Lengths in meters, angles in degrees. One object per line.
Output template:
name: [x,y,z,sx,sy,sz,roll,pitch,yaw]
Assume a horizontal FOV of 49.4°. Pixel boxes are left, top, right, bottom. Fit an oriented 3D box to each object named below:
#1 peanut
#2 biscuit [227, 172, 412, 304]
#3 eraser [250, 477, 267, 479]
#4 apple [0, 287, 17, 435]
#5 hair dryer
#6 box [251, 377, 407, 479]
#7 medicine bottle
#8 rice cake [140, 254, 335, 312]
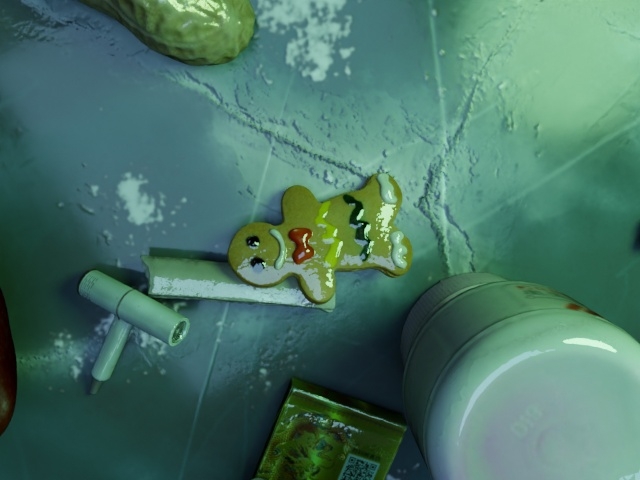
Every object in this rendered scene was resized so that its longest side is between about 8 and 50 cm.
peanut: [-0.217,-0.302,0.803,0.298,0.136,0.120,28,100,-7]
biscuit: [0.000,0.000,0.892,0.240,0.035,0.158,-15,82,-8]
eraser: [-0.105,0.464,0.880,0.095,0.174,0.270,18,99,-4]
apple: [-0.503,0.125,0.794,0.288,0.288,0.316,-20,110,0]
hair dryer: [-0.258,0.147,0.911,0.155,0.044,0.183,24,113,20]
box: [-0.016,0.363,0.978,0.173,0.043,0.311,20,98,-6]
medicine bottle: [0.223,0.172,0.817,0.256,0.325,0.256,0,99,-2]
rice cake: [-0.108,0.056,0.914,0.256,0.052,0.057,5,97,-4]
